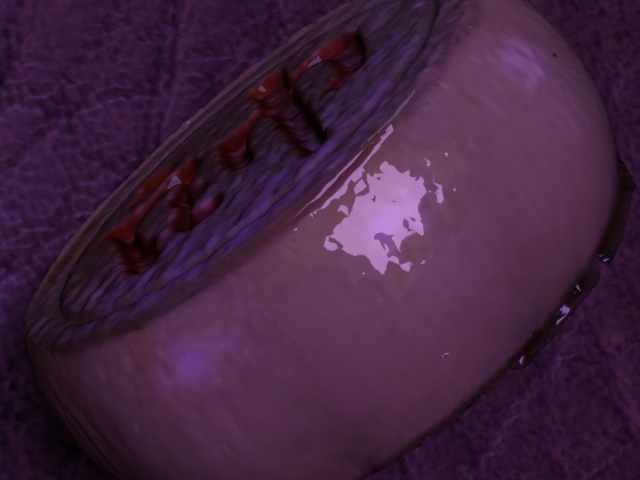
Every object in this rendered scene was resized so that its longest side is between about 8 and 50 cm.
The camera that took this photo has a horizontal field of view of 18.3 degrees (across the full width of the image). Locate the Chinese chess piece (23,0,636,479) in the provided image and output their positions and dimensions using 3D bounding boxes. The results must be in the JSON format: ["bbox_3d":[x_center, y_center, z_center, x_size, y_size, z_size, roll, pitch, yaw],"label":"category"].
[{"bbox_3d":[0.000,0.000,0.850,0.270,0.270,0.112,-47,109,-24],"label":"Chinese chess piece"}]
